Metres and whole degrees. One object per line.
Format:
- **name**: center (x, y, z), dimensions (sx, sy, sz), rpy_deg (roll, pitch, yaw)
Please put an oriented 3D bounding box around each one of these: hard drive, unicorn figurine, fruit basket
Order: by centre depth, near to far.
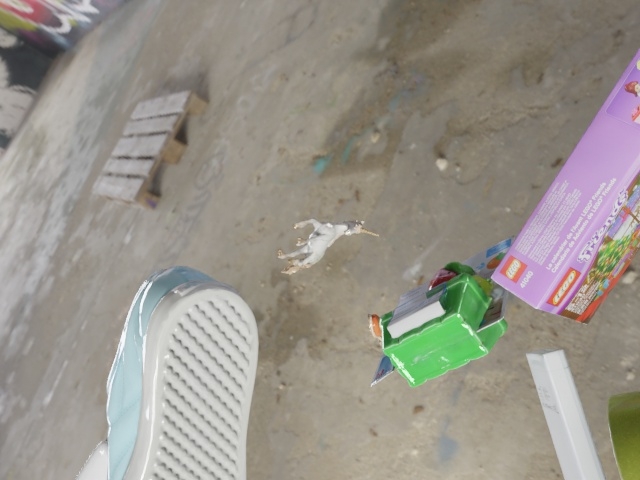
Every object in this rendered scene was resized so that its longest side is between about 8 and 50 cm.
- **unicorn figurine**: center (0.000, 0.000, 1.206), dimensions (0.162, 0.111, 0.060), rpy_deg (-37, 64, 50)
- **hard drive**: center (0.490, 0.387, 1.418), dimensions (0.047, 0.233, 0.352), rpy_deg (-16, 80, 5)
- **fruit basket**: center (0.257, 0.133, 1.545), dimensions (0.327, 0.165, 0.353), rpy_deg (-32, 19, 30)

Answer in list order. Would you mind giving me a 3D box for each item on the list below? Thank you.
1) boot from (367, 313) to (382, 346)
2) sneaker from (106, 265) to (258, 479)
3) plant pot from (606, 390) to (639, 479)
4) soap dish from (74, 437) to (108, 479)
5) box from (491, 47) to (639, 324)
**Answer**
- **boot**: center (0.174, 0.222, 1.861), dimensions (0.085, 0.158, 0.059), rpy_deg (-17, 58, 20)
- **sneaker**: center (-0.152, 0.199, 0.723), dimensions (0.150, 0.135, 0.365), rpy_deg (29, 105, 58)
- **plant pot**: center (0.577, 0.298, 0.952), dimensions (0.294, 0.275, 0.274), rpy_deg (-24, 43, 27)
- **soap dish**: center (-0.393, 0.549, 1.378), dimensions (0.229, 0.118, 0.290), rpy_deg (29, 83, 34)
- **box**: center (0.299, -0.057, 0.713), dimensions (0.057, 0.201, 0.293), rpy_deg (37, 101, 33)
